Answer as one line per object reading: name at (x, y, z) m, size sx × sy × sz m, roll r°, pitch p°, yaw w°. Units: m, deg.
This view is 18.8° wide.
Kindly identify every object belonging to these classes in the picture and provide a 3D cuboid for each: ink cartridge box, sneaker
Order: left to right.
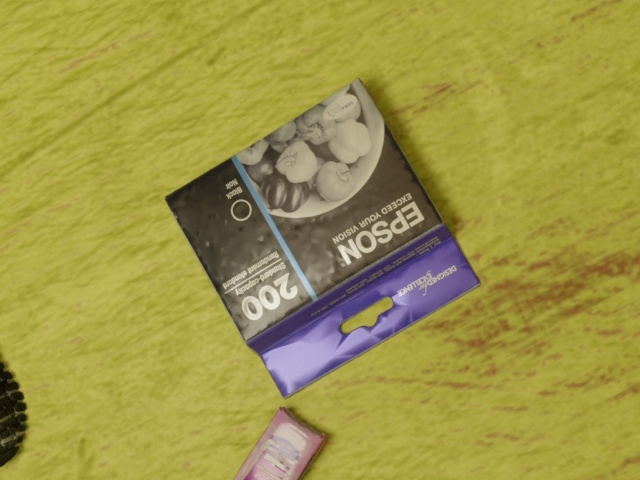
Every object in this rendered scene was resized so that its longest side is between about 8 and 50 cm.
sneaker at (-0.319, 0.131, 1.734) m, size 0.073 × 0.063 × 0.162 m, roll -28°, pitch 77°, yaw 25°
ink cartridge box at (0.000, 0.000, 1.683) m, size 0.206 × 0.045 × 0.208 m, roll -32°, pitch 83°, yaw 6°

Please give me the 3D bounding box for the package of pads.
package of pads at (-0.036, 0.191, 1.683) m, size 0.050 × 0.032 × 0.083 m, roll 34°, pitch 93°, yaw 13°
